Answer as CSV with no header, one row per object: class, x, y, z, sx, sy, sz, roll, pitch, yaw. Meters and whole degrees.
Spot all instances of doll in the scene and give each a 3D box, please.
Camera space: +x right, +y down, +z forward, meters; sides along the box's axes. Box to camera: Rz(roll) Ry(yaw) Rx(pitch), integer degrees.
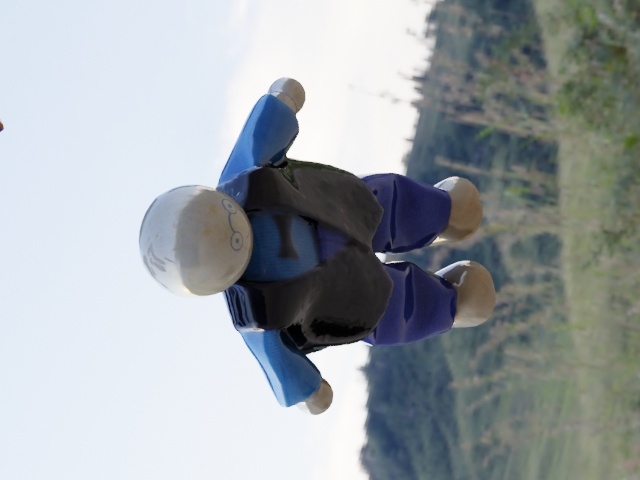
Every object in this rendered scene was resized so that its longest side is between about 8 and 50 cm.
doll,0.000,0.000,0.460,0.189,0.046,0.129,0,-100,-55

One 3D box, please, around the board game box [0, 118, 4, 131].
board game box,-0.641,-0.218,1.353,0.356,0.356,0.356,-37,-42,0
